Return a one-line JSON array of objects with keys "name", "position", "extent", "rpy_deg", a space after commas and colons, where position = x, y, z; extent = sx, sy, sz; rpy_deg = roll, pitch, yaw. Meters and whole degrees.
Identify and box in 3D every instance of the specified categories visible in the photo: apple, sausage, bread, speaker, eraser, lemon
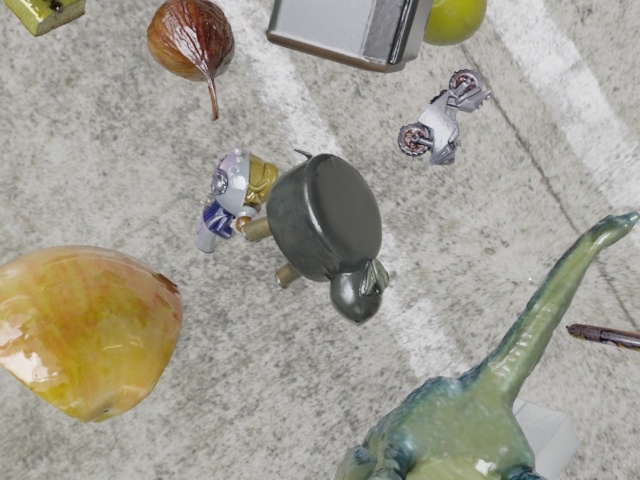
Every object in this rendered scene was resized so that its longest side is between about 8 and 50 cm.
[{"name": "apple", "position": [-0.361, 0.133, 0.985], "extent": [0.309, 0.313, 0.252], "rpy_deg": [0, 95, 59]}, {"name": "sausage", "position": [0.413, 0.134, 0.893], "extent": [0.198, 0.028, 0.025], "rpy_deg": [8, 58, 55]}, {"name": "bread", "position": [-0.654, -0.603, 1.379], "extent": [0.361, 0.138, 0.077], "rpy_deg": [50, 145, -7]}, {"name": "speaker", "position": [0.048, -0.325, 0.905], "extent": [0.192, 0.231, 0.153], "rpy_deg": [19, 110, 7]}, {"name": "eraser", "position": [0.190, 0.243, 0.816], "extent": [0.210, 0.124, 0.068], "rpy_deg": [3, 125, 54]}, {"name": "lemon", "position": [0.274, -0.534, 1.497], "extent": [0.184, 0.248, 0.184], "rpy_deg": [-6, 79, 36]}]

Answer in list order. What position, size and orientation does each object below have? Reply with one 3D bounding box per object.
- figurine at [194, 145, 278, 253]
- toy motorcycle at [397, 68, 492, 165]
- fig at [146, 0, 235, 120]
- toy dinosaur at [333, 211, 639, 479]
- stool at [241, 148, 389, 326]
[{"name": "figurine", "position": [-0.201, -0.093, 1.466], "extent": [0.274, 0.133, 0.194], "rpy_deg": [-28, 46, 52]}, {"name": "toy motorcycle", "position": [0.253, -0.232, 1.295], "extent": [0.122, 0.080, 0.215], "rpy_deg": [43, 86, 5]}, {"name": "fig", "position": [-0.198, -0.293, 1.069], "extent": [0.134, 0.146, 0.201], "rpy_deg": [-58, 38, 40]}, {"name": "toy dinosaur", "position": [0.047, 0.131, 0.353], "extent": [0.076, 0.147, 0.363], "rpy_deg": [39, 107, 1]}, {"name": "stool", "position": [-0.006, 0.000, 0.867], "extent": [0.139, 0.153, 0.228], "rpy_deg": [-26, 61, 35]}]
